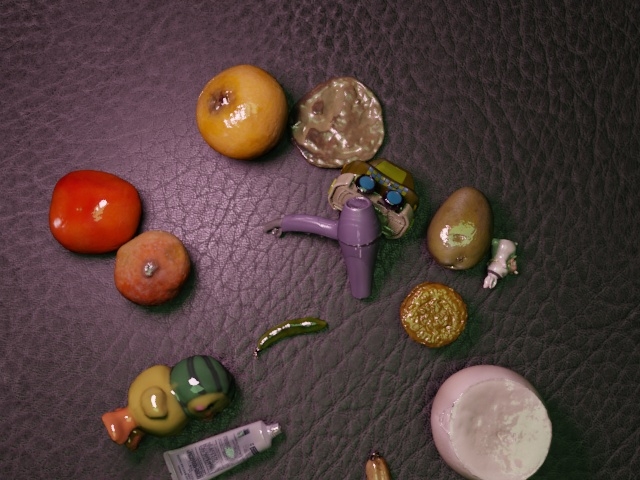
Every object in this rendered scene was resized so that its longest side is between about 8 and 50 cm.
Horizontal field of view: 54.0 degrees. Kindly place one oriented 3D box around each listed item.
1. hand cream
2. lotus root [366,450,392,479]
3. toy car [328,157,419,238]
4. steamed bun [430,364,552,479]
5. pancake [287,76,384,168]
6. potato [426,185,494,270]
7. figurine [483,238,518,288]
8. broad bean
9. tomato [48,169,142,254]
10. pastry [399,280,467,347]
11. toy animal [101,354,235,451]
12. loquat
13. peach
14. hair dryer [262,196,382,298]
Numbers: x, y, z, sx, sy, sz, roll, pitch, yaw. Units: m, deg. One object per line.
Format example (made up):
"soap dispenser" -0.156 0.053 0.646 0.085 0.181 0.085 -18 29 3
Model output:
"hand cream" -0.265 0.587 1.751 0.340 0.078 0.124 -24 86 4
"lotus root" 0.163 0.665 1.746 0.072 0.063 0.152 3 76 -28
"toy car" 0.165 -0.141 1.790 0.248 0.204 0.198 28 60 1
"steamed bun" 0.457 0.497 1.699 0.324 0.206 0.324 0 83 -3
"pancake" 0.048 -0.338 1.856 0.294 0.049 0.294 1 81 -4
"potato" 0.402 -0.041 1.783 0.174 0.159 0.251 26 74 -23
"figurine" 0.529 0.073 1.809 0.098 0.081 0.146 9 84 -1
"broad bean" -0.093 0.265 1.794 0.227 0.039 0.069 -26 79 -3
"tomato" -0.630 -0.077 1.745 0.260 0.180 0.260 0 86 6
"pastry" 0.318 0.210 1.778 0.188 0.103 0.189 0 84 -1
"toy animal" -0.399 0.420 1.695 0.338 0.216 0.191 -24 58 -7
"loquat" -0.217 -0.356 1.750 0.263 0.263 0.263 0 84 -2
"peach" -0.459 0.074 1.711 0.232 0.232 0.232 0 84 -2
"hair dryer" 0.000 0.000 1.772 0.361 0.121 0.301 13 128 23
